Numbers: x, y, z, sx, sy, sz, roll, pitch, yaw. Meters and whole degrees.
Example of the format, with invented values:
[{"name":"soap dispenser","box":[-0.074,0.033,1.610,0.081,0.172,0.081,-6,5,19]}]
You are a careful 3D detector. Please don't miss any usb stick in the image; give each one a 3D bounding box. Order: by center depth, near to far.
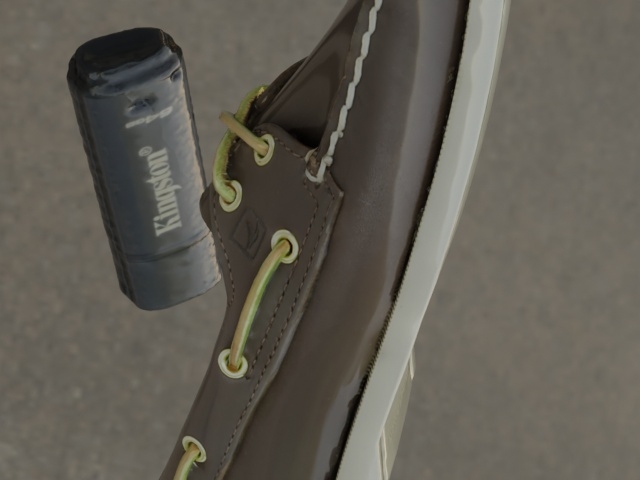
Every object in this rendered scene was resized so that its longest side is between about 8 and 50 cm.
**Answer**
[{"name":"usb stick","box":[-0.115,-0.041,1.309,0.278,0.077,0.045,84,-11,-56]}]

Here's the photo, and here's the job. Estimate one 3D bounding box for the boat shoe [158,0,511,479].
[{"name":"boat shoe","box":[0.000,0.000,0.723,0.117,0.096,0.324,-72,176,-57]}]
